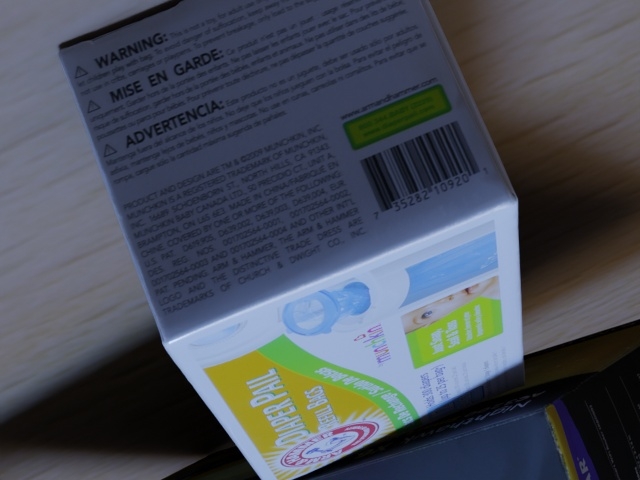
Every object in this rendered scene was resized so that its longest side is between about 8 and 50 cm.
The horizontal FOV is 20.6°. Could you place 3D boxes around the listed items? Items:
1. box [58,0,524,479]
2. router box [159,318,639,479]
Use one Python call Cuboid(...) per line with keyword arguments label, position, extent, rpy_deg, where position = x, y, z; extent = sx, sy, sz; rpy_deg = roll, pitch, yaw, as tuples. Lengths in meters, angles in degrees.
Cuboid(label="box", position=(0.000, 0.000, 0.606), extent=(0.114, 0.103, 0.203), rpy_deg=(-22, 159, 0))
Cuboid(label="router box", position=(0.021, 0.125, 0.803), extent=(0.309, 0.081, 0.243), rpy_deg=(-21, 179, 27))
